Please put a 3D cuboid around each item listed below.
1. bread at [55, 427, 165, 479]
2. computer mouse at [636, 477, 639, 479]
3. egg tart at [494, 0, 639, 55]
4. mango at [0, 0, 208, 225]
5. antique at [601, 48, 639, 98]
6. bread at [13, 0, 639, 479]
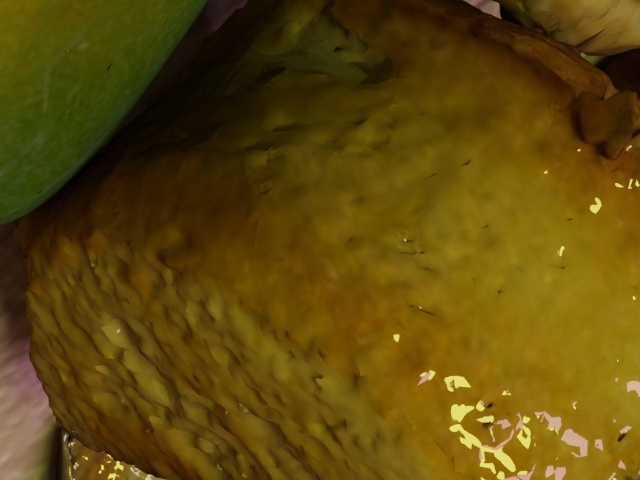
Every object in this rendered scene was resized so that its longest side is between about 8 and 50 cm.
[{"bbox_3d":[-0.041,0.140,0.755,0.147,0.127,0.152,-7,115,-7],"label":"bread"},{"bbox_3d":[0.156,0.075,0.859,0.429,0.228,0.145,56,36,-49],"label":"computer mouse"},{"bbox_3d":[0.187,-0.249,0.556,0.443,0.178,0.443,-44,149,-35],"label":"egg tart"},{"bbox_3d":[-0.082,-0.107,0.502,0.156,0.114,0.251,-23,152,-55],"label":"mango"},{"bbox_3d":[0.218,-0.044,0.909,0.143,0.121,0.257,-56,149,-23],"label":"antique"},{"bbox_3d":[-0.001,-0.002,0.590,0.160,0.260,0.147,-45,125,-23],"label":"bread"}]
